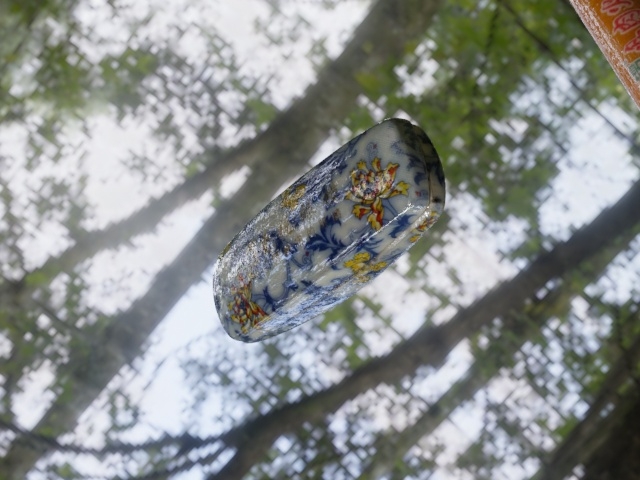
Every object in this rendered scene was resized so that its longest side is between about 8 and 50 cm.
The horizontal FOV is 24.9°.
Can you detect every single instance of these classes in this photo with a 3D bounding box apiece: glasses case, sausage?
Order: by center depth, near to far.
[{"bbox_3d":[0.250,-0.113,1.051,0.053,0.053,0.347,21,-145,-44],"label":"sausage"},{"bbox_3d":[0.000,0.000,1.065,0.065,0.248,0.086,4,-120,-39],"label":"glasses case"}]
